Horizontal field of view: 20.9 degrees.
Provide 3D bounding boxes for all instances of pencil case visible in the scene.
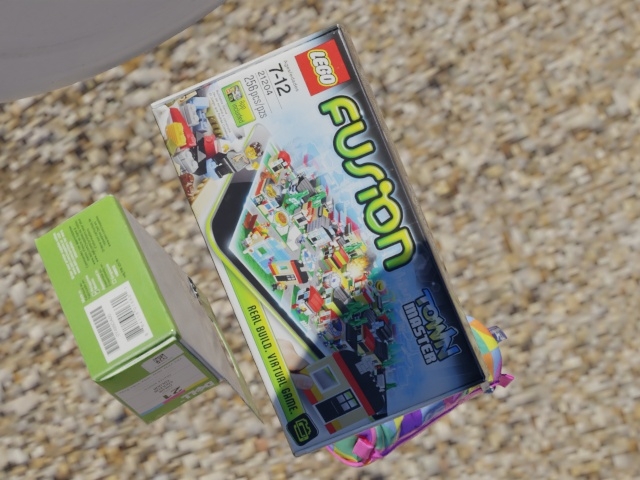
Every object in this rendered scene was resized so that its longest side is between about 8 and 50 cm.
[{"bbox_3d":[0.104,0.164,1.911,0.236,0.104,0.104,-25,91,-36],"label":"pencil case"}]

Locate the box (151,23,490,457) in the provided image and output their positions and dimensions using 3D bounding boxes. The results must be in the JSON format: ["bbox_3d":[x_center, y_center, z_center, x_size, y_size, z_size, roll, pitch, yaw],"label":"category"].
[{"bbox_3d":[0.000,0.000,0.937,0.036,0.114,0.207,-9,76,-80],"label":"box"}]

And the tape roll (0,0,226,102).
[{"bbox_3d":[-0.090,-0.183,0.499,0.246,0.246,0.169,-25,64,-42],"label":"tape roll"}]

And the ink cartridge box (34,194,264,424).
[{"bbox_3d":[-0.170,0.098,1.793,0.188,0.097,0.255,62,4,33],"label":"ink cartridge box"}]
